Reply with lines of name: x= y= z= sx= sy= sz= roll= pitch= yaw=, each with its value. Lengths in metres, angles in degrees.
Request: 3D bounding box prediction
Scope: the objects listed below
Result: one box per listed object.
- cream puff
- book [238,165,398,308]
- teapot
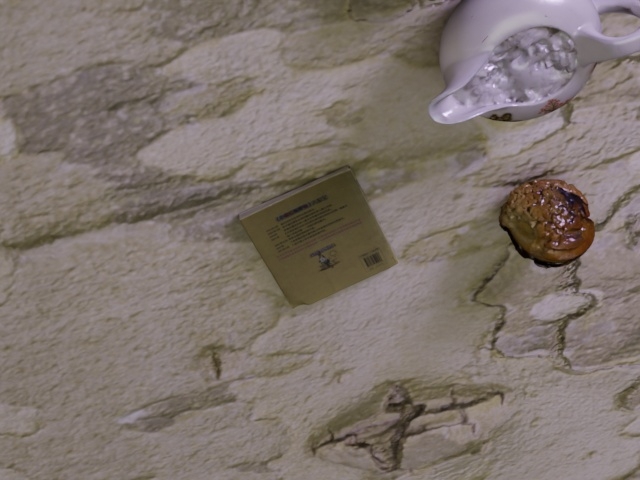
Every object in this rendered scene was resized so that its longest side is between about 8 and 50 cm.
cream puff: x=0.315 y=-0.029 z=2.034 sx=0.133 sy=0.119 sz=0.104 roll=38 pitch=154 yaw=-4
book: x=0.000 y=0.000 z=2.046 sx=0.168 sy=0.013 sz=0.192 roll=-24 pitch=130 yaw=5
teapot: x=0.262 y=-0.239 z=1.841 sx=0.298 sy=0.139 sz=0.204 roll=-24 pitch=127 yaw=6
